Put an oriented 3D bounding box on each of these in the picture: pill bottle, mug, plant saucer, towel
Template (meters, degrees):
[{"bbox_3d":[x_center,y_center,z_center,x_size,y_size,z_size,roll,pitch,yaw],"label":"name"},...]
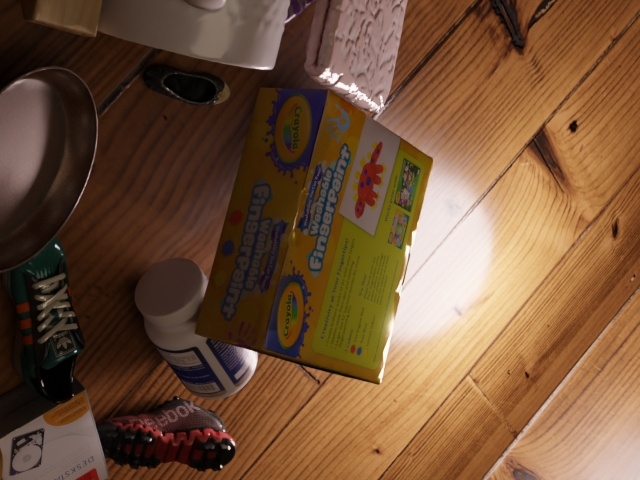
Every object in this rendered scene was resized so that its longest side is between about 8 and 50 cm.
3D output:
[{"bbox_3d":[-0.221,0.156,1.922,0.153,0.153,0.264,-42,141,-16],"label":"pill bottle"},{"bbox_3d":[-0.148,-0.410,1.408,0.276,0.374,0.327,11,103,-15],"label":"mug"},{"bbox_3d":[-0.429,-0.103,1.523,0.310,0.050,0.310,-54,157,-35],"label":"plant saucer"},{"bbox_3d":[0.069,-0.387,1.764,0.332,0.054,0.316,10,91,-69],"label":"towel"}]

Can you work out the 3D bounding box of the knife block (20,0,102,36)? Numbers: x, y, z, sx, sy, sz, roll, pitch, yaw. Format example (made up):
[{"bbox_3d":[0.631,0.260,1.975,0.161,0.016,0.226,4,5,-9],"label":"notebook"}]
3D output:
[{"bbox_3d":[-0.297,-0.427,1.334,0.088,0.275,0.242,8,140,-39],"label":"knife block"}]

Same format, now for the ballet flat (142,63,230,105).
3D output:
[{"bbox_3d":[-0.208,-0.241,1.721,0.173,0.049,0.057,4,115,-48],"label":"ballet flat"}]

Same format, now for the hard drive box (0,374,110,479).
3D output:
[{"bbox_3d":[-0.477,0.353,1.850,0.181,0.089,0.232,-30,137,-28],"label":"hard drive box"}]

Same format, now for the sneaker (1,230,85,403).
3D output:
[{"bbox_3d":[-0.424,0.124,1.707,0.108,0.121,0.302,-22,132,-36],"label":"sneaker"}]

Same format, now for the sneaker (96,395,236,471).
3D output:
[{"bbox_3d":[-0.299,0.359,2.041,0.276,0.135,0.097,9,126,-25],"label":"sneaker"}]

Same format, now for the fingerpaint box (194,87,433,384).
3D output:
[{"bbox_3d":[0.000,0.000,1.924,0.371,0.163,0.444,24,77,-53],"label":"fingerpaint box"}]

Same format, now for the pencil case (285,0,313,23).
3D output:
[{"bbox_3d":[-0.058,-0.395,1.744,0.206,0.086,0.088,-38,166,-19],"label":"pencil case"}]

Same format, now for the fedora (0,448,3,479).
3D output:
[{"bbox_3d":[-0.588,0.348,1.698,0.194,0.194,0.079,-55,179,0],"label":"fedora"}]
